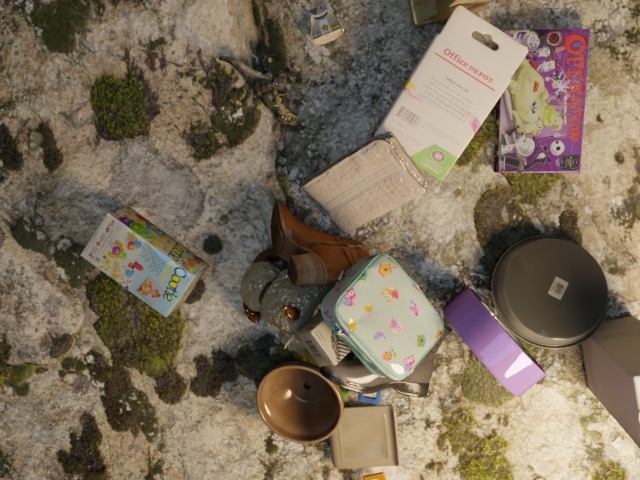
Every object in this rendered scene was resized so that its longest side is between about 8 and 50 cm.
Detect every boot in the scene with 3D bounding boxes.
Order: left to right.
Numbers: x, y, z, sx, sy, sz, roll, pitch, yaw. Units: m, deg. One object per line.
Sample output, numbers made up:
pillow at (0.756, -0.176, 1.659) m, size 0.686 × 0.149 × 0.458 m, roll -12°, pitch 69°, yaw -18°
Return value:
boot at (0.000, 0.000, 1.493) m, size 0.220 × 0.283 × 0.109 m, roll -5°, pitch 130°, yaw -24°
boot at (0.169, 0.278, 1.504) m, size 0.338 × 0.118 × 0.223 m, roll 11°, pitch 100°, yaw -29°

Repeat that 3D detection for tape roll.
tape roll at (0.427, 0.247, 1.423) m, size 0.090 × 0.275 × 0.275 m, roll -43°, pitch 93°, yaw 11°

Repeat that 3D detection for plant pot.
plant pot at (-0.048, 0.420, 1.569) m, size 0.237 × 0.110 × 0.238 m, roll 4°, pitch 108°, yaw 11°

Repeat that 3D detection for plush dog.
plush dog at (-0.116, 0.147, 1.517) m, size 0.225 × 0.210 × 0.263 m, roll 26°, pitch 100°, yaw 28°

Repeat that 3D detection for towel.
towel at (0.111, -0.137, 1.439) m, size 0.282 × 0.049 × 0.187 m, roll -29°, pitch 113°, yaw 32°

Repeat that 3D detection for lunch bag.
lunch bag at (0.141, 0.182, 1.377) m, size 0.224 × 0.108 × 0.279 m, roll -45°, pitch 102°, yaw -18°

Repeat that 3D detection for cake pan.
cake pan at (0.583, 0.123, 1.448) m, size 0.292 × 0.054 × 0.294 m, roll -1°, pitch 77°, yaw 3°

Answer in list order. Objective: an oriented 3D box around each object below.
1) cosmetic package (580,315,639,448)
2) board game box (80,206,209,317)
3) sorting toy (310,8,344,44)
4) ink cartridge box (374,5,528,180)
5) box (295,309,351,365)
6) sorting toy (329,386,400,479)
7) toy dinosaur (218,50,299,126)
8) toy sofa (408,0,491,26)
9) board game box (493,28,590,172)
cosmetic package at (0.753, 0.330, 1.362) m, size 0.155 × 0.365 × 0.197 m, roll -12°, pitch 99°, yaw 7°
board game box at (-0.462, 0.053, 1.539) m, size 0.275 × 0.142 × 0.144 m, roll 37°, pitch 100°, yaw -1°
sorting toy at (0.010, -0.542, 1.453) m, size 0.083 × 0.045 × 0.075 m, roll -19°, pitch 90°, yaw 8°
ink cartridge box at (0.308, -0.353, 1.391) m, size 0.207 × 0.119 × 0.354 m, roll 32°, pitch 110°, yaw -1°
box at (0.078, 0.191, 1.463) m, size 0.275 × 0.094 × 0.113 m, roll -40°, pitch 98°, yaw -28°
sorting toy at (0.121, 0.548, 1.618) m, size 0.195 × 0.047 × 0.348 m, roll -5°, pitch 98°, yaw 10°
toy dinosaur at (-0.136, -0.415, 1.477) m, size 0.268 × 0.064 × 0.118 m, roll 46°, pitch 107°, yaw 0°
toy sofa at (0.313, -0.598, 1.251) m, size 0.177 × 0.362 × 0.150 m, roll -15°, pitch 98°, yaw -4°
board game box at (0.547, -0.342, 1.434) m, size 0.208 × 0.056 × 0.347 m, roll -1°, pitch 99°, yaw 1°
